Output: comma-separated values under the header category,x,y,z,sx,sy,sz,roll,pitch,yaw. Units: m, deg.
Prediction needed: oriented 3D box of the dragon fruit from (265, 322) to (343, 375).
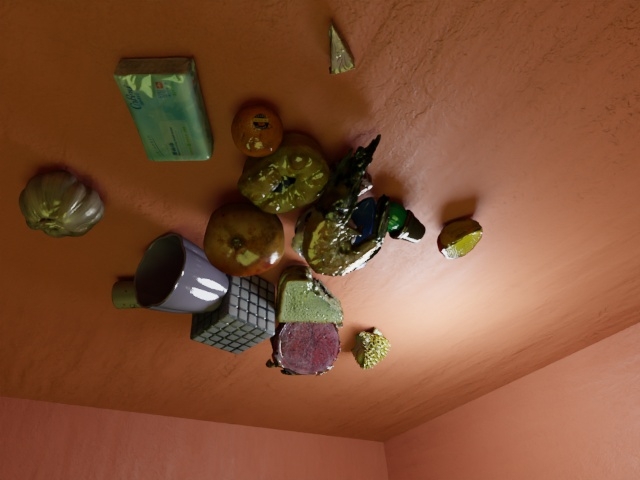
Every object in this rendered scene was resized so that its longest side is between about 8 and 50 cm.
category,x,y,z,sx,sy,sz,roll,pitch,yaw
dragon fruit,-0.091,0.426,1.988,0.314,0.296,0.263,4,174,-15

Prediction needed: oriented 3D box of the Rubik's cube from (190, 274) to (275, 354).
category,x,y,z,sx,sy,sz,roll,pitch,yaw
Rubik's cube,-0.330,0.269,1.757,0.237,0.237,0.238,-33,134,29

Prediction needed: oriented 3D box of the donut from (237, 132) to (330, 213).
category,x,y,z,sx,sy,sz,roll,pitch,yaw
donut,-0.100,-0.186,1.309,0.261,0.128,0.208,-22,139,20

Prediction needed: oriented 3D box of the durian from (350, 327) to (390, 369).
category,x,y,z,sx,sy,sz,roll,pitch,yaw
durian,0.238,0.513,2.210,0.172,0.166,0.306,-31,149,-15

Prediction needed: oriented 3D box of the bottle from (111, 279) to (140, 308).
category,x,y,z,sx,sy,sz,roll,pitch,yaw
bottle,-0.658,0.202,1.744,0.233,0.110,0.110,-2,141,-3

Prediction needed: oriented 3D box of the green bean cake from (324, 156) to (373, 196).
category,x,y,z,sx,sy,sz,roll,pitch,yaw
green bean cake,0.074,-0.181,1.388,0.135,0.056,0.135,-30,134,29

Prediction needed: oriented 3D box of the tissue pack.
category,x,y,z,sx,sy,sz,roll,pitch,yaw
tissue pack,-0.381,-0.318,1.151,0.177,0.089,0.263,-2,140,-1

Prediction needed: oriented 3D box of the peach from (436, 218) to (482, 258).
category,x,y,z,sx,sy,sz,roll,pitch,yaw
peach,0.484,-0.015,1.607,0.127,0.092,0.172,19,124,-33

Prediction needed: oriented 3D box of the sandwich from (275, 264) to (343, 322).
category,x,y,z,sx,sy,sz,roll,pitch,yaw
sandwich,-0.031,0.216,1.785,0.288,0.099,0.254,5,123,-14

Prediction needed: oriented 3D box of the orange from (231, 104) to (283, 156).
category,x,y,z,sx,sy,sz,roll,pitch,yaw
orange,-0.165,-0.281,1.189,0.135,0.135,0.117,13,161,-20

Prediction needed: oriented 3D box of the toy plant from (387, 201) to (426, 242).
category,x,y,z,sx,sy,sz,roll,pitch,yaw
toy plant,0.248,-0.063,1.524,0.200,0.105,0.143,30,153,-10

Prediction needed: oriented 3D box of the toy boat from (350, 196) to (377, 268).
category,x,y,z,sx,sy,sz,roll,pitch,yaw
toy boat,0.136,-0.035,1.540,0.129,0.088,0.295,34,139,17

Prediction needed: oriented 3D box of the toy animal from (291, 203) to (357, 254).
category,x,y,z,sx,sy,sz,roll,pitch,yaw
toy animal,0.000,0.000,1.487,0.204,0.156,0.208,40,127,-6

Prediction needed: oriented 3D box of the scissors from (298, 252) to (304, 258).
category,x,y,z,sx,sy,sz,roll,pitch,yaw
scissors,0.008,-0.006,1.615,0.118,0.030,0.242,14,136,-15

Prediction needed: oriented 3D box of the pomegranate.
category,x,y,z,sx,sy,sz,roll,pitch,yaw
pomegranate,-0.240,-0.006,1.449,0.252,0.229,0.270,-2,-176,-5

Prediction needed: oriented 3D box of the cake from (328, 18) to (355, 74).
category,x,y,z,sx,sy,sz,roll,pitch,yaw
cake,0.045,-0.453,1.060,0.065,0.052,0.121,-3,140,6

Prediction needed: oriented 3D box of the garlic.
category,x,y,z,sx,sy,sz,roll,pitch,yaw
garlic,-0.760,-0.093,1.342,0.228,0.152,0.228,-7,138,-6

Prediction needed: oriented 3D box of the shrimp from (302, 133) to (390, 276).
category,x,y,z,sx,sy,sz,roll,pitch,yaw
shrimp,0.108,-0.089,1.331,0.272,0.085,0.445,11,109,-27

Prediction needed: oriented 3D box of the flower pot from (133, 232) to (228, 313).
category,x,y,z,sx,sy,sz,roll,pitch,yaw
flower pot,-0.468,0.141,1.587,0.265,0.265,0.243,-25,144,23
